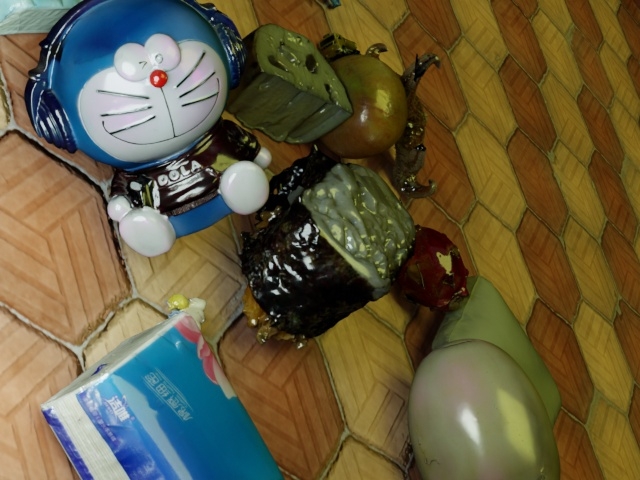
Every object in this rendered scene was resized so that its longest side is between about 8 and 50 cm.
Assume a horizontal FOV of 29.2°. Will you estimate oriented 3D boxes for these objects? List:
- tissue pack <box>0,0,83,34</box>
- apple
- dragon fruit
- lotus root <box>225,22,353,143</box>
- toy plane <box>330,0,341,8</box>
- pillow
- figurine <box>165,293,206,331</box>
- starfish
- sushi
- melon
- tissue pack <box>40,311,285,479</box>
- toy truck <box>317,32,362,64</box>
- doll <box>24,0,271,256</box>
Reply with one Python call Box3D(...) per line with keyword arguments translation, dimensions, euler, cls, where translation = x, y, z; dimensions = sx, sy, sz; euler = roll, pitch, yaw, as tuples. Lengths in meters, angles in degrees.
Box3D(translation=(-0.402, -0.395, 1.556), dimensions=(0.177, 0.089, 0.263), euler=(-22, 88, -62), cls="tissue pack")
Box3D(translation=(0.068, -0.225, 2.087), dimensions=(0.155, 0.182, 0.182), euler=(18, 53, -56), cls="apple")
Box3D(translation=(0.166, 0.016, 2.132), dimensions=(0.246, 0.125, 0.125), euler=(63, -2, 28), cls="dragon fruit")
Box3D(translation=(-0.065, -0.249, 1.949), dimensions=(0.235, 0.119, 0.138), euler=(26, 48, -46), cls="lotus root")
Box3D(translation=(-0.011, -0.564, 2.295), dimensions=(0.271, 0.105, 0.254), euler=(-18, 98, -64), cls="toy plane")
Box3D(translation=(0.316, 0.242, 2.175), dimensions=(0.322, 0.119, 0.255), euler=(57, 32, -17), cls="pillow")
Box3D(translation=(-0.178, 0.099, 1.583), dimensions=(0.050, 0.047, 0.083), euler=(36, 35, -24), cls="figurine")
Box3D(translation=(0.160, -0.230, 2.226), dimensions=(0.303, 0.113, 0.312), euler=(84, -6, -61), cls="starfish")
Box3D(translation=(0.000, 0.000, 1.789), dimensions=(0.234, 0.207, 0.348), euler=(52, 25, 2), cls="sushi")
Box3D(translation=(0.254, 0.311, 1.920), dimensions=(0.223, 0.223, 0.317), euler=(11, 60, -55), cls="melon")
Box3D(translation=(-0.164, 0.243, 1.398), dimensions=(0.270, 0.137, 0.209), euler=(62, 31, -5), cls="tissue pack")
Box3D(translation=(0.035, -0.347, 2.248), dimensions=(0.083, 0.049, 0.054), euler=(10, 59, -56), cls="toy truck")
Box3D(translation=(-0.213, -0.168, 1.549), dimensions=(0.310, 0.284, 0.240), euler=(65, -12, -26), cls="doll")
